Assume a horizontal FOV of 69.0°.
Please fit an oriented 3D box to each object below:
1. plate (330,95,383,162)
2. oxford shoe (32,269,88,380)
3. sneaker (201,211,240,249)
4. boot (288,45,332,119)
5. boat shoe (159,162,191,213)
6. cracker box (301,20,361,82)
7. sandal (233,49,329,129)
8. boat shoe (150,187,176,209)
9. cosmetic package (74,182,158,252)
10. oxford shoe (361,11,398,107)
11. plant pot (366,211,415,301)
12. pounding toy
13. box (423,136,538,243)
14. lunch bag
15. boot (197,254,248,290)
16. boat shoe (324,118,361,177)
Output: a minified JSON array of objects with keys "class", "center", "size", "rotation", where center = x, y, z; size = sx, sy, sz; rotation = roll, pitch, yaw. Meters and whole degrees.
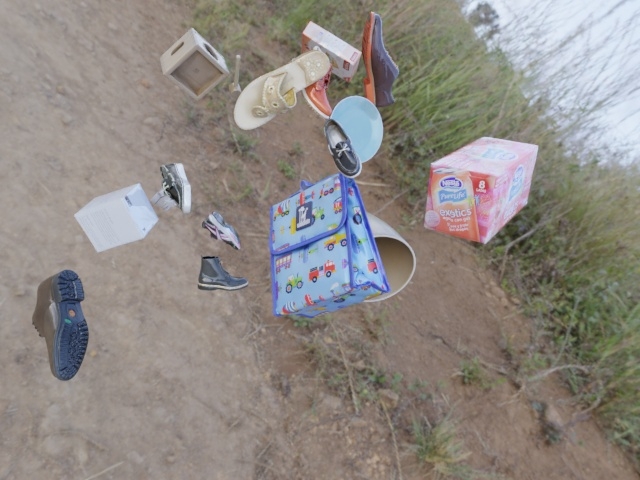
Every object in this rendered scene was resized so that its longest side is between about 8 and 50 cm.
[{"class":"plate","center":[0.098,-0.315,1.330],"size":[0.188,0.188,0.024],"rotation":[54,-19,-25]},{"class":"oxford shoe","center":[-0.552,0.184,0.980],"size":[0.083,0.096,0.227],"rotation":[39,36,-66]},{"class":"sneaker","center":[-0.367,-0.027,1.720],"size":[0.178,0.077,0.072],"rotation":[53,15,-30]},{"class":"boot","center":[-0.003,-0.351,1.037],"size":[0.158,0.084,0.059],"rotation":[64,24,0]},{"class":"boat shoe","center":[-0.415,-0.148,1.326],"size":[0.219,0.070,0.078],"rotation":[57,-38,45]},{"class":"cracker box","center":[0.039,-0.733,1.821],"size":[0.232,0.067,0.156],"rotation":[31,-6,1]},{"class":"sandal","center":[-0.079,-0.311,0.969],"size":[0.088,0.240,0.079],"rotation":[53,2,-32]},{"class":"boat shoe","center":[-0.553,-0.170,1.730],"size":[0.084,0.095,0.258],"rotation":[45,-25,-19]},{"class":"cosmetic package","center":[-0.683,-0.078,1.574],"size":[0.151,0.183,0.151],"rotation":[-88,160,-63]},{"class":"oxford shoe","center":[0.172,-0.513,1.332],"size":[0.097,0.098,0.271],"rotation":[-93,177,-47]},{"class":"plant pot","center":[0.148,0.017,1.543],"size":[0.256,0.256,0.274],"rotation":[52,12,-33]},{"class":"pounding toy","center":[-0.306,-0.487,1.309],"size":[0.206,0.181,0.094],"rotation":[33,29,-52]},{"class":"box","center":[0.368,-0.126,1.051],"size":[0.300,0.142,0.154],"rotation":[-28,127,-46]},{"class":"lunch bag","center":[0.000,0.000,1.020],"size":[0.138,0.221,0.293],"rotation":[15,58,-49]},{"class":"boot","center":[-0.378,0.123,1.830],"size":[0.077,0.198,0.137],"rotation":[30,-63,59]},{"class":"boat shoe","center":[0.038,-0.169,0.844],"size":[0.038,0.046,0.125],"rotation":[53,17,-61]}]
